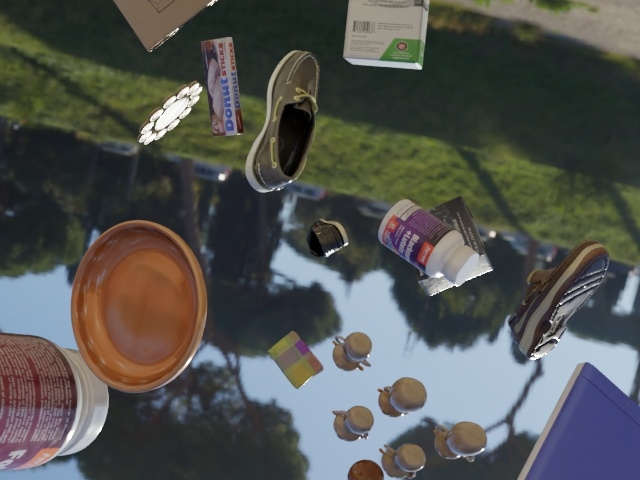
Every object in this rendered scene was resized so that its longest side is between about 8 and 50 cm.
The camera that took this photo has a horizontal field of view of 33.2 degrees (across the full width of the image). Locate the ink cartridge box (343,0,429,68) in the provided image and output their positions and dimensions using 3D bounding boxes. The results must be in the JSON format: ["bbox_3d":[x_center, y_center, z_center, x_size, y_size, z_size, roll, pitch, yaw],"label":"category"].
[{"bbox_3d":[0.135,-0.452,2.118,0.153,0.209,0.087,7,-178,13],"label":"ink cartridge box"}]

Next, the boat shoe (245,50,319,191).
[{"bbox_3d":[-0.052,-0.234,2.054,0.091,0.305,0.109,-7,149,46],"label":"boat shoe"}]

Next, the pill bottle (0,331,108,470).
[{"bbox_3d":[-0.528,0.258,1.724,0.224,0.224,0.392,17,179,24],"label":"pill bottle"}]

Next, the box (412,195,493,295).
[{"bbox_3d":[0.272,0.012,2.348,0.158,0.156,0.093,-24,149,11],"label":"box"}]

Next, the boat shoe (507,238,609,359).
[{"bbox_3d":[0.373,0.082,1.752,0.095,0.257,0.095,-9,-131,-35],"label":"boat shoe"}]

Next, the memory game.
[{"bbox_3d":[-0.326,-0.276,2.319,0.012,0.186,0.186,46,-166,6],"label":"memory game"}]

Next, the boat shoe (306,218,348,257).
[{"bbox_3d":[-0.001,-0.002,1.508,0.042,0.049,0.133,-26,-174,-14],"label":"boat shoe"}]

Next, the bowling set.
[{"bbox_3d":[0.085,0.291,1.623,0.287,0.200,0.154,42,160,3],"label":"bowling set"}]

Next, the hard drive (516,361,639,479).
[{"bbox_3d":[0.449,0.395,1.810,0.210,0.319,0.040,41,153,-12],"label":"hard drive"}]

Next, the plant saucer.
[{"bbox_3d":[-0.208,0.077,1.257,0.200,0.200,0.037,18,-174,31],"label":"plant saucer"}]

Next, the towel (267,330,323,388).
[{"bbox_3d":[-0.041,0.198,1.775,0.083,0.060,0.009,50,175,7],"label":"towel"}]

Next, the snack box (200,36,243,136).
[{"bbox_3d":[-0.182,-0.285,1.997,0.064,0.178,0.022,-1,-171,37],"label":"snack box"}]

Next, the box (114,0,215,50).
[{"bbox_3d":[-0.300,-0.463,1.902,0.201,0.164,0.021,56,-160,-2],"label":"box"}]

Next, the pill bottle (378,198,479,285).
[{"bbox_3d":[0.221,0.008,2.180,0.193,0.108,0.108,35,-162,26],"label":"pill bottle"}]
